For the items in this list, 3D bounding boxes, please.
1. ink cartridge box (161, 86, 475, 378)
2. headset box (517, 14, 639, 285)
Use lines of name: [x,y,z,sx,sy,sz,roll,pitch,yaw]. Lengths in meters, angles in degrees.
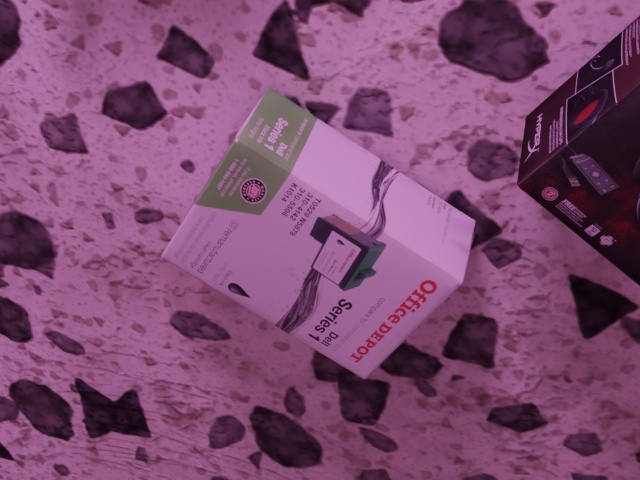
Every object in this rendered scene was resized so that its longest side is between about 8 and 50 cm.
ink cartridge box: [0.000,0.000,0.780,0.219,0.092,0.160,32,129,-8]
headset box: [0.316,-0.087,0.608,0.218,0.110,0.293,38,128,-12]
